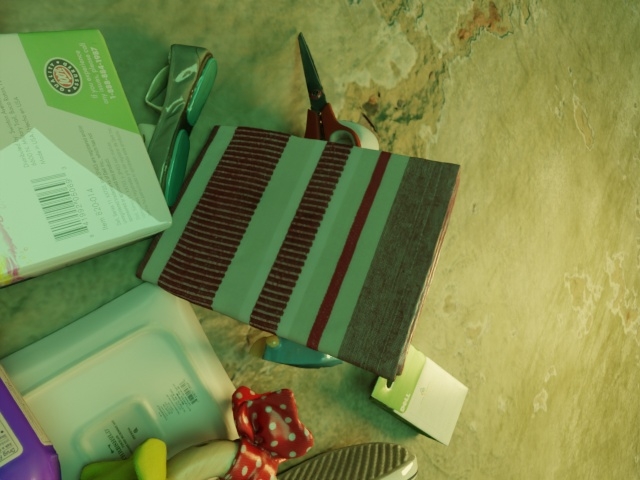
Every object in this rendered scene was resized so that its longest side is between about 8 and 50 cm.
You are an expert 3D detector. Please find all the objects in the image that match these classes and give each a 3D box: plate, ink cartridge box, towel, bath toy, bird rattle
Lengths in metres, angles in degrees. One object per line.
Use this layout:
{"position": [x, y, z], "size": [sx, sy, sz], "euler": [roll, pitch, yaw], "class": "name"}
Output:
{"position": [-0.227, 0.220, 0.470], "size": [0.278, 0.045, 0.277], "euler": [-32, 104, -31], "class": "plate"}
{"position": [-0.344, -0.045, 0.357], "size": [0.354, 0.119, 0.206], "euler": [-22, 97, -32], "class": "ink cartridge box"}
{"position": [-0.031, -0.012, 0.478], "size": [0.236, 0.329, 0.037], "euler": [-67, 158, -17], "class": "towel"}
{"position": [0.156, 0.253, 0.709], "size": [0.209, 0.062, 0.108], "euler": [40, 68, -25], "class": "ink cartridge box"}
{"position": [0.000, 0.000, 0.582], "size": [0.129, 0.152, 0.347], "euler": [50, 50, -62], "class": "bath toy"}
{"position": [-0.117, 0.277, 0.445], "size": [0.254, 0.143, 0.206], "euler": [-1, 83, -45], "class": "bird rattle"}

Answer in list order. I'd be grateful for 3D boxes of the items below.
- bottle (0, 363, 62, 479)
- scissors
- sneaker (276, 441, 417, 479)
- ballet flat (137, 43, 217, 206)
{"position": [-0.281, 0.199, 0.331], "size": [0.118, 0.092, 0.282], "euler": [-36, 80, -28], "class": "bottle"}
{"position": [0.007, -0.189, 0.579], "size": [0.021, 0.109, 0.296], "euler": [51, 39, -60], "class": "scissors"}
{"position": [-0.005, 0.384, 0.563], "size": [0.322, 0.126, 0.127], "euler": [-9, 87, -22], "class": "sneaker"}
{"position": [-0.187, -0.144, 0.509], "size": [0.068, 0.072, 0.213], "euler": [14, 78, -4], "class": "ballet flat"}
